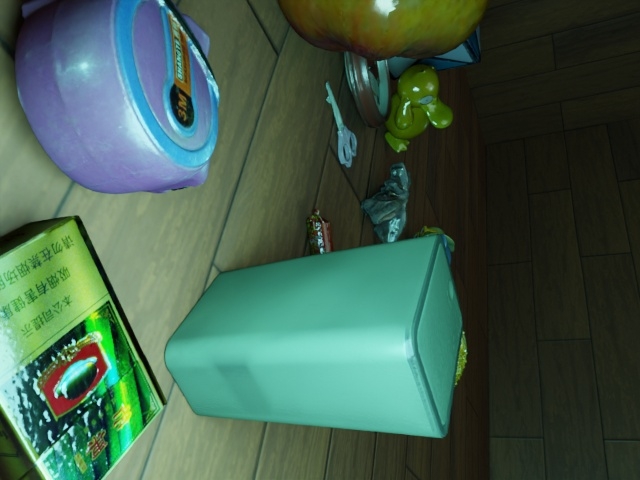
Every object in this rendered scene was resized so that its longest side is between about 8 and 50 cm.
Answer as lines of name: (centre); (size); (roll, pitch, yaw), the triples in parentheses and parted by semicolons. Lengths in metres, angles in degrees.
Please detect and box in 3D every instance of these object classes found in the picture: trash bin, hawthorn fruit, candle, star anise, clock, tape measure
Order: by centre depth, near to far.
tape measure: (-0.209, -0.164, 0.624); (0.245, 0.149, 0.232); (33, 50, -68)
trash bin: (-0.005, 0.119, 0.742); (0.223, 0.343, 0.158); (-60, 138, -51)
hawthorn fruit: (0.126, -0.589, 1.102); (0.472, 0.471, 0.472); (-7, 90, -66)
candle: (0.000, 0.000, 1.137); (0.052, 0.052, 0.131); (-4, 86, -65)
clock: (0.118, -0.457, 1.488); (0.318, 0.080, 0.319); (-6, 90, -72)
star anise: (0.185, -0.104, 1.513); (0.198, 0.110, 0.257); (79, 27, -48)

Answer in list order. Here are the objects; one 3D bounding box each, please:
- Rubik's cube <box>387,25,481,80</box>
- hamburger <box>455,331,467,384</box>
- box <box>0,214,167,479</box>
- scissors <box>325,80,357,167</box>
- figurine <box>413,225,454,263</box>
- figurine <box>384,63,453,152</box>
Rubik's cube: (0.312, -0.695, 1.704); (0.310, 0.305, 0.307); (17, 68, -64)
hamburger: (0.172, 0.225, 1.185); (0.179, 0.276, 0.294); (-80, 148, -55)
box: (-0.254, 0.115, 0.527); (0.159, 0.071, 0.240); (-57, 134, -58)
scissors: (0.045, -0.281, 1.346); (0.212, 0.021, 0.110); (67, 32, -31)
figurine: (0.344, 0.078, 1.749); (0.180, 0.153, 0.262); (69, 22, -52)
figurine: (0.271, -0.392, 1.639); (0.215, 0.228, 0.215); (8, 75, -30)
